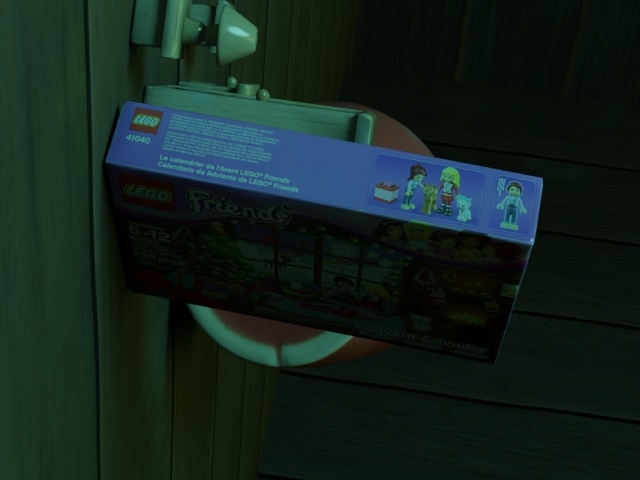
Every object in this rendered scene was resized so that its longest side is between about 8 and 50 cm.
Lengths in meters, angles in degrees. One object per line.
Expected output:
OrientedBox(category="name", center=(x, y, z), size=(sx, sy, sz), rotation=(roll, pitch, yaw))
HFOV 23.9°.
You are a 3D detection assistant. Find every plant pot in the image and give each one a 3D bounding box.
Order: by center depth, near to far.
OrientedBox(category="plant pot", center=(-0.014, 0.005, 1.484), size=(0.243, 0.274, 0.275), rotation=(-28, 127, -74))

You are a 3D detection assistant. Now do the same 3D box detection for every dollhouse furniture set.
OrientedBox(category="dollhouse furniture set", center=(-0.023, -0.240, 1.167), size=(0.303, 0.173, 0.356), rotation=(-59, 158, -83))

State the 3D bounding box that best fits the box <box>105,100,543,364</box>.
OrientedBox(category="box", center=(0.000, 0.000, 1.093), size=(0.201, 0.293, 0.057), rotation=(92, 10, -61))
